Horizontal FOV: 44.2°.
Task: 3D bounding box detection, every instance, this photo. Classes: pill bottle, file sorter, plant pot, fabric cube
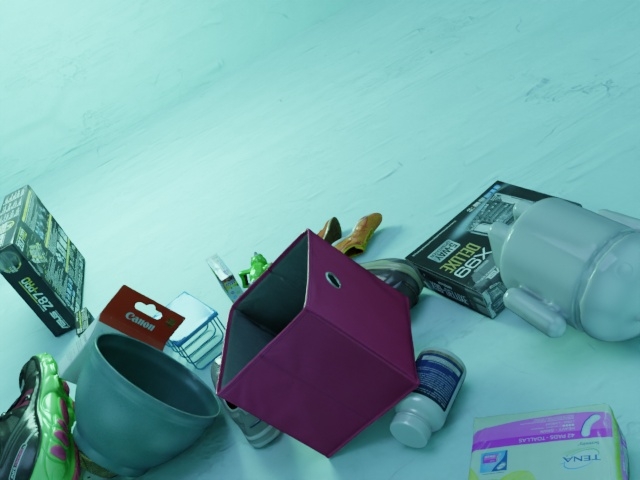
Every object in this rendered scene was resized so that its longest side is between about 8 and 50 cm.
[{"bbox_3d":[0.188,0.279,1.398,0.094,0.094,0.169,-1,39,37],"label":"pill bottle"},{"bbox_3d":[-0.307,0.216,1.870,0.118,0.104,0.170,-40,33,-21],"label":"file sorter"},{"bbox_3d":[-0.376,0.349,1.596,0.196,0.293,0.293,-58,33,3],"label":"plant pot"},{"bbox_3d":[-0.004,0.187,1.445,0.259,0.258,0.254,-46,21,25],"label":"fabric cube"}]

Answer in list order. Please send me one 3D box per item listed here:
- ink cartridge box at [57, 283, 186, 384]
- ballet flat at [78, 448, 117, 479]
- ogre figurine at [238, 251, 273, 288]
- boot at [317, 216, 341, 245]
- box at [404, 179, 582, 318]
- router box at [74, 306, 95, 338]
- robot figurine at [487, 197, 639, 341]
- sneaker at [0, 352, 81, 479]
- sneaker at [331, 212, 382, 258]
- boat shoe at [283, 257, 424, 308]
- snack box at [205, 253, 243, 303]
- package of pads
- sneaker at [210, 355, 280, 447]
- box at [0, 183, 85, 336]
[{"bbox_3d":[-0.425,0.233,1.713,0.232,0.189,0.066,-47,40,8],"label":"ink cartridge box"},{"bbox_3d":[-0.488,0.482,1.669,0.206,0.073,0.067,3,69,44],"label":"ballet flat"},{"bbox_3d":[-0.134,0.109,1.881,0.097,0.118,0.197,-10,36,27],"label":"ogre figurine"},{"bbox_3d":[0.000,0.000,2.003,0.085,0.059,0.158,-12,35,33],"label":"boot"},{"bbox_3d":[0.370,0.010,1.675,0.307,0.076,0.242,-38,33,-18],"label":"box"},{"bbox_3d":[-0.605,0.243,2.074,0.038,0.092,0.122,-31,31,-5],"label":"router box"},{"bbox_3d":[0.465,0.049,1.400,0.300,0.199,0.353,-41,42,-15],"label":"robot figurine"},{"bbox_3d":[-0.621,0.386,1.647,0.202,0.185,0.483,-18,20,-12],"label":"sneaker"},{"bbox_3d":[0.098,0.000,1.937,0.067,0.064,0.175,33,69,34],"label":"sneaker"},{"bbox_3d":[0.044,0.123,1.710,0.356,0.132,0.130,-11,34,28],"label":"boat shoe"},{"bbox_3d":[-0.235,0.103,1.985,0.037,0.100,0.141,-33,30,-10],"label":"snack box"},{"bbox_3d":[0.331,0.380,1.133,0.229,0.101,0.296,-13,35,26],"label":"package of pads"},{"bbox_3d":[-0.164,0.299,1.622,0.105,0.115,0.281,-35,31,-11],"label":"sneaker"},{"bbox_3d":[-0.817,0.051,2.307,0.097,0.318,0.395,-27,31,1],"label":"box"}]
